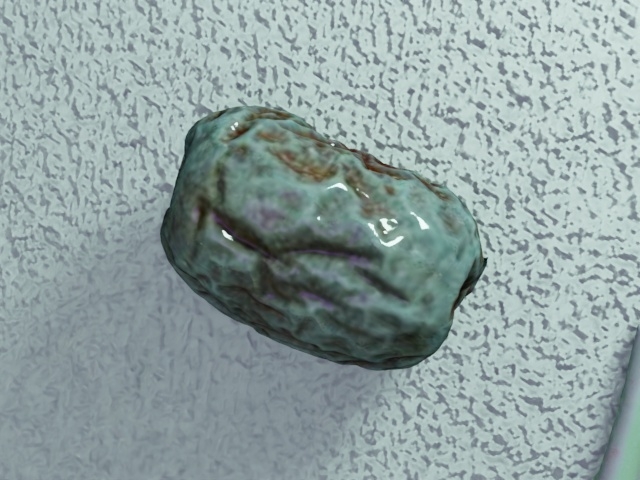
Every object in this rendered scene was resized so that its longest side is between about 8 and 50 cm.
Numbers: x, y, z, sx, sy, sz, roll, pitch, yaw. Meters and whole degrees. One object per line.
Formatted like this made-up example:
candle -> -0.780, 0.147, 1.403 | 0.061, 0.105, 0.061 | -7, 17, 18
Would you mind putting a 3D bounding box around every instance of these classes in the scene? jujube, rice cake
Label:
jujube -> 0.000, 0.000, 1.375 | 0.317, 0.226, 0.226 | 22, 101, 2
rice cake -> 0.372, 0.200, 1.420 | 0.189, 0.037, 0.198 | 21, 101, 7
